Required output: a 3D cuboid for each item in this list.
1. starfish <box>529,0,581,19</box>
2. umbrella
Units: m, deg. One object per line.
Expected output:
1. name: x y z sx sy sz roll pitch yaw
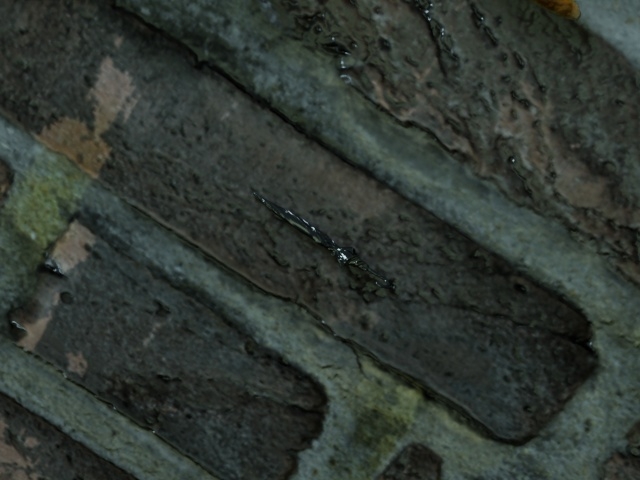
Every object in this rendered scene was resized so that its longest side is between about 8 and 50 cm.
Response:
1. starfish: 0.098 -0.327 0.902 0.327 0.094 0.375 -13 112 12
2. umbrella: 0.002 -0.001 1.078 0.148 0.022 0.022 36 116 6
